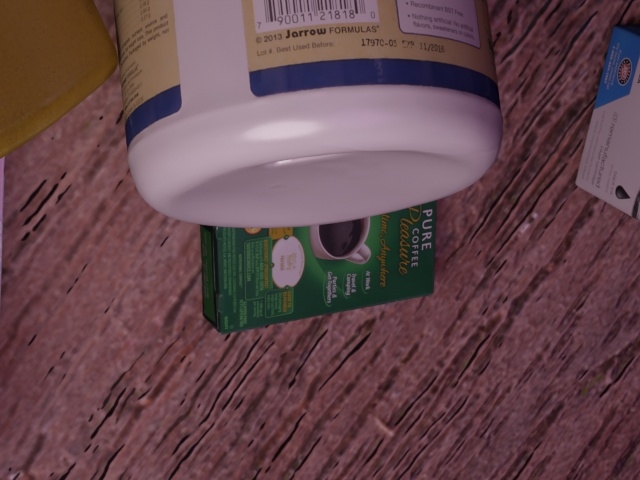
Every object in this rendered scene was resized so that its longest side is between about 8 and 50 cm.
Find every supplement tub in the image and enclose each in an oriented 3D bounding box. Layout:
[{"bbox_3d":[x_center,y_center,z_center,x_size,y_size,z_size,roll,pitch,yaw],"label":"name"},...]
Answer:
[{"bbox_3d":[-0.016,-0.182,1.128,0.228,0.228,0.316,0,77,-27],"label":"supplement tub"}]

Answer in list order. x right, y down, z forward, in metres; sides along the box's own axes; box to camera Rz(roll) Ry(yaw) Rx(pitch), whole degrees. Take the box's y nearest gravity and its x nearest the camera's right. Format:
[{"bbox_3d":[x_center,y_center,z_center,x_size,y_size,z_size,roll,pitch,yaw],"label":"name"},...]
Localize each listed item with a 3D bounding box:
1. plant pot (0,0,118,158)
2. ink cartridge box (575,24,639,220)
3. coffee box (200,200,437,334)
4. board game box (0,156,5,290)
[{"bbox_3d":[-0.248,-0.117,1.065,0.187,0.212,0.212,-25,90,-45],"label":"plant pot"},{"bbox_3d":[0.294,-0.075,1.411,0.082,0.191,0.139,3,108,-28],"label":"ink cartridge box"},{"bbox_3d":[0.000,0.000,1.382,0.184,0.040,0.113,-11,115,-22],"label":"coffee box"},{"bbox_3d":[-0.354,0.039,1.118,0.318,0.066,0.318,6,77,-29],"label":"board game box"}]
